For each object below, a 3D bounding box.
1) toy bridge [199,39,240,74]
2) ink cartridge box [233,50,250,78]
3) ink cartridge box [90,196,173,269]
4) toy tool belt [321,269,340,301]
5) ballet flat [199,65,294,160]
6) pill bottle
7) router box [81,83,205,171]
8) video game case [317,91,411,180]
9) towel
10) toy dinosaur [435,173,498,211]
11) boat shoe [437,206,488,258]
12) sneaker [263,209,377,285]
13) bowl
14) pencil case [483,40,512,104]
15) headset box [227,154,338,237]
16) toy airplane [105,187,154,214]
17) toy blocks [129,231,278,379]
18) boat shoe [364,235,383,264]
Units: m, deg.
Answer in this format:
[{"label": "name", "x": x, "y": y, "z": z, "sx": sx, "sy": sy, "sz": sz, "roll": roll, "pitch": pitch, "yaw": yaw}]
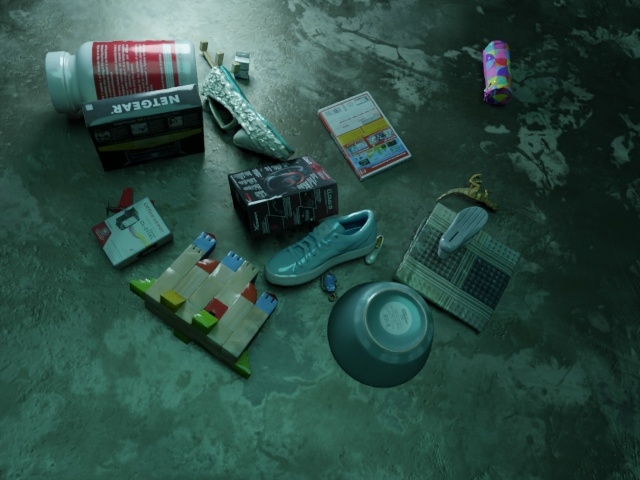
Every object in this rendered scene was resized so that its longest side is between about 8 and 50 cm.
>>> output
[{"label": "toy bridge", "x": -0.335, "y": -0.591, "z": 1.778, "sx": 0.188, "sy": 0.063, "sz": 0.026, "roll": 40, "pitch": 42, "yaw": 23}, {"label": "ink cartridge box", "x": -0.260, "y": -0.579, "z": 1.779, "sx": 0.048, "sy": 0.083, "sz": 0.028, "roll": 6, "pitch": 55, "yaw": -8}, {"label": "ink cartridge box", "x": -0.519, "y": -0.021, "z": 1.493, "sx": 0.175, "sy": 0.072, "sz": 0.127, "roll": -33, "pitch": 84, "yaw": -14}, {"label": "toy tool belt", "x": 0.031, "y": 0.131, "z": 1.560, "sx": 0.052, "sy": 0.051, "sz": 0.083, "roll": -4, "pitch": 69, "yaw": -12}, {"label": "ballet flat", "x": -0.240, "y": -0.372, "z": 1.686, "sx": 0.147, "sy": 0.147, "sz": 0.409, "roll": -32, "pitch": 71, "yaw": -20}, {"label": "pill bottle", "x": -0.574, "y": -0.474, "z": 1.600, "sx": 0.407, "sy": 0.229, "sz": 0.229, "roll": -6, "pitch": 69, "yaw": -13}, {"label": "router box", "x": -0.494, "y": -0.319, "z": 1.545, "sx": 0.309, "sy": 0.243, "sz": 0.081, "roll": -15, "pitch": 72, "yaw": -16}, {"label": "video game case", "x": 0.146, "y": -0.352, "z": 1.794, "sx": 0.204, "sy": 0.025, "sz": 0.285, "roll": -26, "pitch": 74, "yaw": -19}, {"label": "towel", "x": 0.421, "y": 0.079, "z": 1.662, "sx": 0.324, "sy": 0.056, "sz": 0.312, "roll": 33, "pitch": 69, "yaw": 2}, {"label": "toy dinosaur", "x": 0.495, "y": -0.158, "z": 1.758, "sx": 0.211, "sy": 0.064, "sz": 0.112, "roll": 17, "pitch": 67, "yaw": -3}, {"label": "boat shoe", "x": 0.421, "y": -0.026, "z": 1.631, "sx": 0.226, "sy": 0.076, "sz": 0.083, "roll": -33, "pitch": 67, "yaw": -32}, {"label": "sneaker", "x": 0.000, "y": 0.000, "z": 1.538, "sx": 0.366, "sy": 0.150, "sz": 0.135, "roll": -24, "pitch": 46, "yaw": -23}, {"label": "bowl", "x": 0.186, "y": 0.239, "z": 1.485, "sx": 0.311, "sy": 0.163, "sz": 0.311, "roll": 3, "pitch": 68, "yaw": -9}, {"label": "pencil case", "x": 0.640, "y": -0.607, "z": 1.951, "sx": 0.104, "sy": 0.104, "sz": 0.236, "roll": 9, "pitch": 65, "yaw": -7}, {"label": "headset box", "x": -0.096, "y": -0.138, "z": 1.561, "sx": 0.293, "sy": 0.110, "sz": 0.218, "roll": -17, "pitch": 35, "yaw": -17}, {"label": "toy airplane", "x": -0.544, "y": -0.086, "z": 1.557, "sx": 0.151, "sy": 0.028, "sz": 0.151, "roll": 3, "pitch": 69, "yaw": -9}, {"label": "toy blocks", "x": -0.271, "y": 0.148, "z": 1.448, "sx": 0.381, "sy": 0.191, "sz": 0.261, "roll": 34, "pitch": 55, "yaw": 5}, {"label": "boat shoe", "x": 0.165, "y": 0.027, "z": 1.636, "sx": 0.035, "sy": 0.035, "sz": 0.100, "roll": 31, "pitch": 66, "yaw": 3}]
